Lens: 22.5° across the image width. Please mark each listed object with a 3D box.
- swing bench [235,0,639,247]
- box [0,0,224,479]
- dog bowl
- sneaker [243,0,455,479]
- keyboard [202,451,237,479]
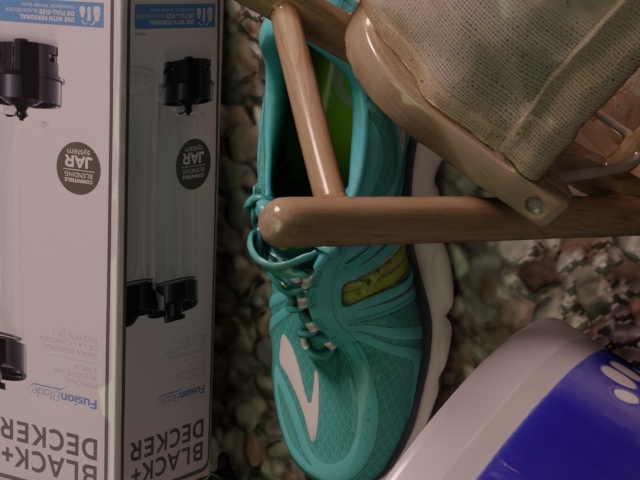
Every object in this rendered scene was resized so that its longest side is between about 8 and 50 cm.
[{"bbox_3d":[0.134,-0.101,0.618,0.253,0.254,0.165,-48,40,38],"label":"swing bench"},{"bbox_3d":[-0.146,-0.011,0.886,0.169,0.087,0.290,10,103,31],"label":"box"},{"bbox_3d":[0.077,0.172,0.711,0.104,0.265,0.265,32,120,19],"label":"dog bowl"},{"bbox_3d":[0.000,0.000,0.803,0.107,0.110,0.275,10,111,30],"label":"sneaker"},{"bbox_3d":[-0.113,0.196,0.987,0.201,0.033,0.317,-3,104,33],"label":"keyboard"}]
